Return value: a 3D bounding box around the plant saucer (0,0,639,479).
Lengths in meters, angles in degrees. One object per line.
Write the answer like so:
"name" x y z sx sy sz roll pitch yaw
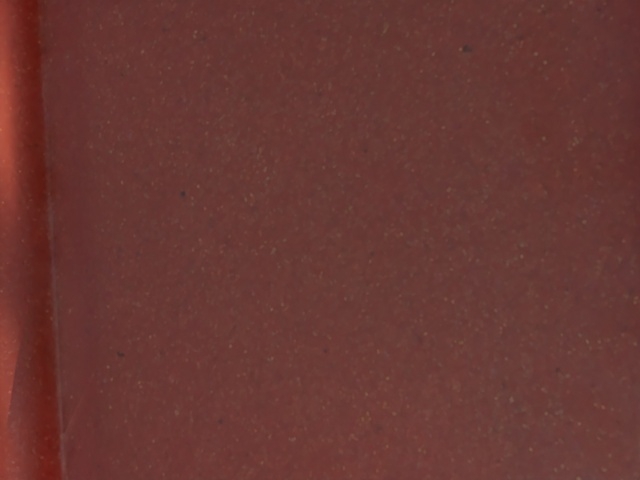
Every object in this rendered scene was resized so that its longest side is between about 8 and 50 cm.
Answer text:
"plant saucer" 0.000 0.000 0.399 0.259 0.047 0.259 -7 83 25
